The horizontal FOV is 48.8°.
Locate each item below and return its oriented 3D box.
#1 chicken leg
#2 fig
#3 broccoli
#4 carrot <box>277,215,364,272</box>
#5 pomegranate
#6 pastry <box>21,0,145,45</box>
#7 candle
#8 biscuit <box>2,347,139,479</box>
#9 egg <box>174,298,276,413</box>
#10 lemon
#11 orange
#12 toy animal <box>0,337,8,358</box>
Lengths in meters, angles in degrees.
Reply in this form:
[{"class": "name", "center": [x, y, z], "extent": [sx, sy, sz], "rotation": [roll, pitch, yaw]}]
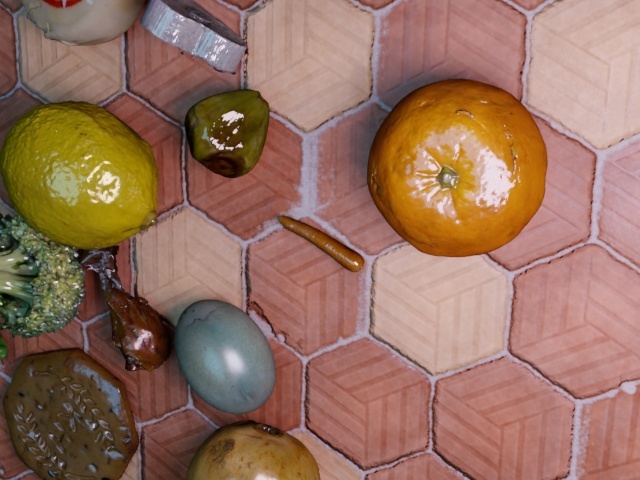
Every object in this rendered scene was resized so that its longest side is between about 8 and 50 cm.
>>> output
[{"class": "chicken leg", "center": [-0.403, 0.127, 1.438], "extent": [0.093, 0.113, 0.304], "rotation": [-26, 92, 56]}, {"class": "fig", "center": [-0.165, -0.204, 1.275], "extent": [0.154, 0.144, 0.165], "rotation": [42, 91, 23]}, {"class": "broccoli", "center": [-0.609, 0.058, 1.434], "extent": [0.288, 0.235, 0.259], "rotation": [4, 141, 32]}, {"class": "carrot", "center": [0.000, 0.000, 1.319], "extent": [0.190, 0.037, 0.037], "rotation": [33, 109, 14]}, {"class": "pomegranate", "center": [-0.126, 0.468, 1.344], "extent": [0.261, 0.260, 0.260], "rotation": [4, 102, 18]}, {"class": "pastry", "center": [-0.454, -0.495, 1.323], "extent": [0.265, 0.133, 0.264], "rotation": [5, 103, 22]}, {"class": "candle", "center": [-0.230, -0.379, 1.267], "extent": [0.068, 0.192, 0.168], "rotation": [-55, 37, 19]}, {"class": "biscuit", "center": [-0.565, 0.408, 1.584], "extent": [0.360, 0.046, 0.358], "rotation": [4, 102, 17]}, {"class": "egg", "center": [-0.183, 0.220, 1.349], "extent": [0.169, 0.169, 0.236], "rotation": [-36, 89, 21]}, {"class": "lemon", "center": [-0.443, -0.121, 1.322], "extent": [0.322, 0.268, 0.268], "rotation": [21, 107, 14]}, {"class": "orange", "center": [0.215, -0.111, 1.119], "extent": [0.284, 0.226, 0.283], "rotation": [5, 104, 23]}, {"class": "toy animal", "center": [-0.793, 0.304, 1.626], "extent": [0.208, 0.100, 0.103], "rotation": [-61, 40, 21]}]
